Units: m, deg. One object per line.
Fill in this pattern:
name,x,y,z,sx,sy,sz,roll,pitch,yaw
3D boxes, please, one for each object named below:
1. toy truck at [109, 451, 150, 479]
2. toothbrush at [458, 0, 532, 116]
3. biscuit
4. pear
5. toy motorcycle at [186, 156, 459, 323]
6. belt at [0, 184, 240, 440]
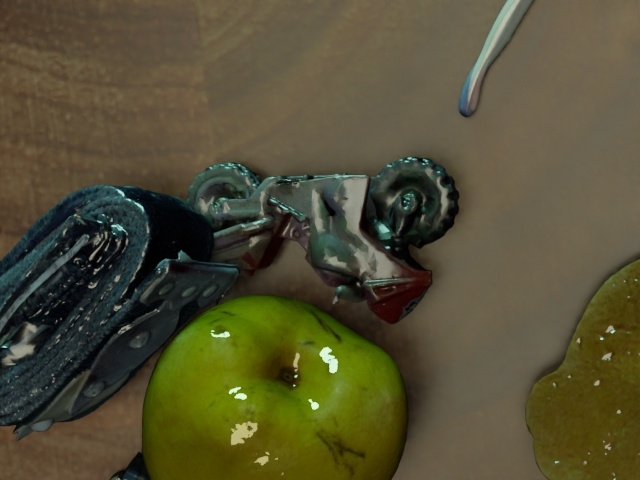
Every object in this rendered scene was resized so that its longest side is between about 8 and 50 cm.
toy truck,-0.157,0.269,1.291,0.088,0.074,0.201,25,97,2
toothbrush,0.172,-0.209,1.239,0.027,0.021,0.269,33,97,18
biscuit,0.254,0.110,1.209,0.181,0.049,0.208,30,90,32
pear,-0.038,0.134,1.209,0.200,0.200,0.200,1,94,9
toy motorcycle,0.000,0.000,1.251,0.213,0.082,0.122,0,88,21
belt,-0.185,0.048,1.236,0.218,0.128,0.122,-46,66,20
